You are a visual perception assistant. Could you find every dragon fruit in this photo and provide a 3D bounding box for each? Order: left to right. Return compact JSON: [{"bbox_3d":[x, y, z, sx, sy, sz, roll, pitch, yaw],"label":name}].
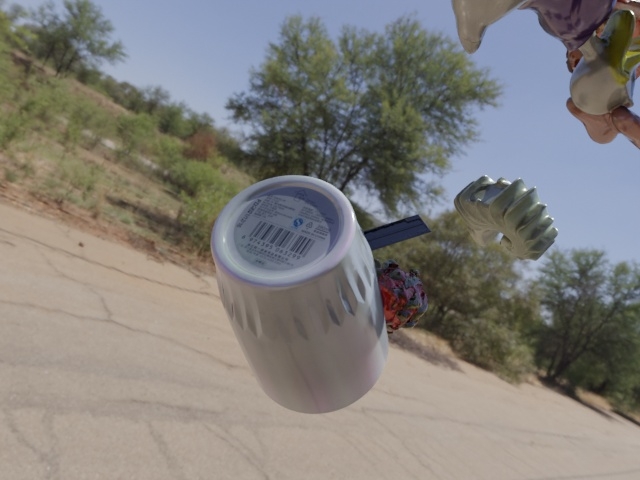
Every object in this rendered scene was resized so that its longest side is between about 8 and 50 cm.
[{"bbox_3d":[0.154,0.124,1.239,0.166,0.160,0.172,30,15,38],"label":"dragon fruit"}]

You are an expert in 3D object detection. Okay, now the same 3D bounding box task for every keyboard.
[{"bbox_3d":[0.150,-0.013,1.261,0.010,0.198,0.064,90,-22,-48],"label":"keyboard"}]

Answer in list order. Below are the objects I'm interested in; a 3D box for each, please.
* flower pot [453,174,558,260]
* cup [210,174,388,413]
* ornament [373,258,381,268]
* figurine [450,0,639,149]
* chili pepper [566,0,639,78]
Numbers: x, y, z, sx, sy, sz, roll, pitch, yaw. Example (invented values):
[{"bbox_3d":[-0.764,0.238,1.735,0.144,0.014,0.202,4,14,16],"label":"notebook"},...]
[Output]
[{"bbox_3d":[0.589,-0.080,1.836,0.254,0.164,0.367,53,-11,-22],"label":"flower pot"},{"bbox_3d":[-0.023,0.094,0.887,0.253,0.253,0.372,28,-29,27],"label":"cup"},{"bbox_3d":[0.027,0.106,1.521,0.251,0.106,0.260,1,-3,-10],"label":"ornament"},{"bbox_3d":[0.264,-0.262,0.624,0.420,0.193,0.154,33,13,-19],"label":"figurine"},{"bbox_3d":[0.731,-0.569,1.448,0.251,0.229,0.306,22,46,-18],"label":"chili pepper"}]
